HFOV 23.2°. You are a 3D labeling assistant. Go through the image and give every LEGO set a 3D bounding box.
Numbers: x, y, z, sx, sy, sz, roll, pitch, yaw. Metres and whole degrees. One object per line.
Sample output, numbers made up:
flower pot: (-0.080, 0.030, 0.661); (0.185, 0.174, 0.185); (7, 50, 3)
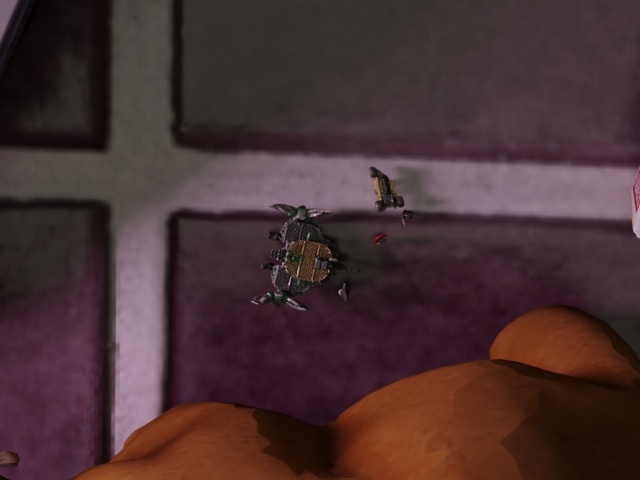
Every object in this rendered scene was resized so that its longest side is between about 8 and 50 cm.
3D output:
LEGO set: (0.002, 0.001, 0.705); (0.083, 0.023, 0.054); (-21, 101, -8)

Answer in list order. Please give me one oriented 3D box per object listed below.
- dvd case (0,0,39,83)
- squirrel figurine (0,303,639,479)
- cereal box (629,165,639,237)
dvd case: (-0.223, -0.072, 0.624); (0.180, 0.022, 0.253); (22, 126, -15)
squirrel figurine: (-0.067, 0.164, 0.540); (0.370, 0.397, 0.281); (10, 100, -5)
cereal box: (0.246, -0.088, 0.632); (0.173, 0.047, 0.240); (15, 117, 1)
